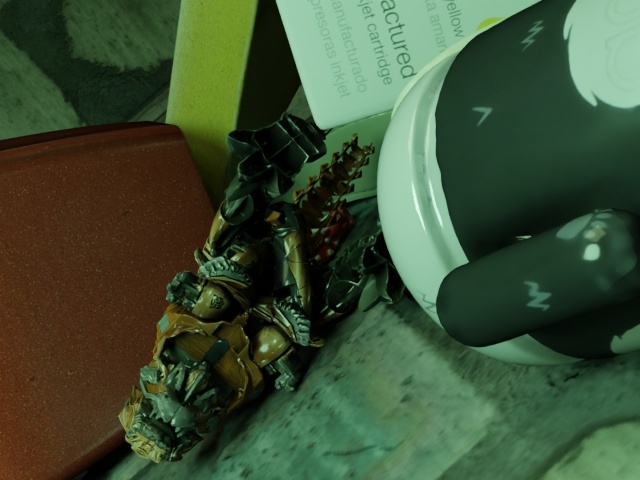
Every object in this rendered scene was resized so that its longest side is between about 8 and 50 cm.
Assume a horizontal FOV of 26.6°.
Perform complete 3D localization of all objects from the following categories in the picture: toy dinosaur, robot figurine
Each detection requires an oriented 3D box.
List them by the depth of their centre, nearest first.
[{"bbox_3d":[0.153,-0.038,0.617,0.278,0.209,0.174,-23,64,45],"label":"robot figurine"},{"bbox_3d":[-0.041,0.015,0.989,0.218,0.164,0.322,-47,27,46],"label":"toy dinosaur"}]

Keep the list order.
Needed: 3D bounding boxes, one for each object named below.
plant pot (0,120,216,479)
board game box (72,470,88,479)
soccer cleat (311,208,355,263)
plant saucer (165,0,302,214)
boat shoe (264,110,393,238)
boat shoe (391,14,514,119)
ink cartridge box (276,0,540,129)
[{"bbox_3d":[-0.204,0.027,1.129,0.235,0.267,0.267,-23,12,-13],"label":"plant pot"},{"bbox_3d":[-0.240,0.209,1.118,0.090,0.020,0.090,-43,17,-16],"label":"board game box"},{"bbox_3d":[0.000,0.000,1.142,0.035,0.029,0.083,-38,9,43],"label":"soccer cleat"},{"bbox_3d":[-0.049,-0.233,1.198,0.333,0.081,0.333,103,-172,-45],"label":"plant saucer"},{"bbox_3d":[0.011,-0.069,1.204,0.227,0.081,0.069,-33,20,31],"label":"boat shoe"},{"bbox_3d":[0.156,-0.086,0.768,0.233,0.084,0.079,-13,52,-13],"label":"boat shoe"},{"bbox_3d":[0.140,-0.268,0.876,0.384,0.279,0.160,-16,18,5],"label":"ink cartridge box"}]
